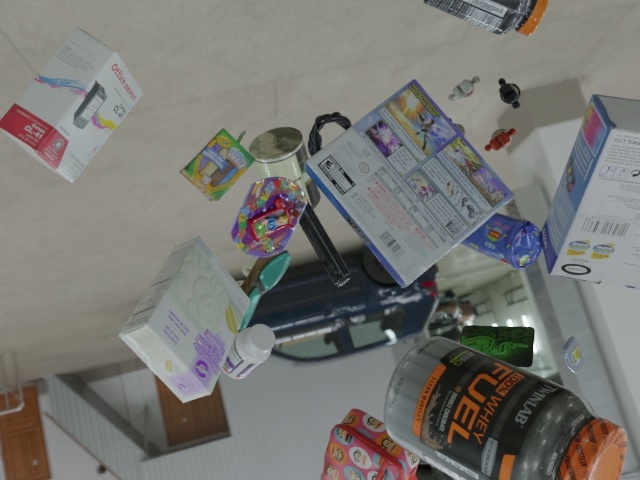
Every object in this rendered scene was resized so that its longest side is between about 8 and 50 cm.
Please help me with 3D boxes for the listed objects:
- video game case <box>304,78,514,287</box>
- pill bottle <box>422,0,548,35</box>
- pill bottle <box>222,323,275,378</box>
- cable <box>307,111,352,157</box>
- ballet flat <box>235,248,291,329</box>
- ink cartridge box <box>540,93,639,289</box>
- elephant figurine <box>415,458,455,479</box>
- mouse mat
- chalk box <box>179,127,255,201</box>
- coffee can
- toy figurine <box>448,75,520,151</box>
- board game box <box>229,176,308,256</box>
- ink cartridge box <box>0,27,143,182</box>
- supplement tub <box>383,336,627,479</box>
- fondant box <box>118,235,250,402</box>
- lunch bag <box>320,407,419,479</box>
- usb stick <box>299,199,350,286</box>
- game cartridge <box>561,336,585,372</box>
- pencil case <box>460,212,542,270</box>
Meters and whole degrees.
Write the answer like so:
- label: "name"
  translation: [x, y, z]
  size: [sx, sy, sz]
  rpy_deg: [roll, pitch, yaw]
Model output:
- label: "video game case"
  translation: [0.150, -0.099, 1.087]
  size: [0.244, 0.269, 0.061]
  rpy_deg: [-38, 175, -9]
- label: "pill bottle"
  translation: [0.348, -0.517, 1.330]
  size: [0.245, 0.130, 0.130]
  rpy_deg: [21, 163, -4]
- label: "pill bottle"
  translation: [-0.205, 0.312, 1.805]
  size: [0.108, 0.108, 0.193]
  rpy_deg: [-6, 154, -37]
- label: "cable"
  translation: [0.037, -0.272, 1.776]
  size: [0.150, 0.047, 0.184]
  rpy_deg: [-39, 119, 11]
- label: "ballet flat"
  translation: [-0.230, 0.146, 2.087]
  size: [0.124, 0.342, 0.116]
  rpy_deg: [15, 146, 27]
- label: "ink cartridge box"
  translation: [0.596, -0.054, 1.211]
  size: [0.270, 0.151, 0.396]
  rpy_deg: [9, 126, 3]
- label: "elephant figurine"
  translation: [0.297, 0.719, 1.976]
  size: [0.169, 0.239, 0.186]
  rpy_deg: [-42, 146, -17]
- label: "mouse mat"
  translation: [0.453, 0.271, 1.638]
  size: [0.189, 0.007, 0.153]
  rpy_deg: [-3, -147, 23]
- label: "chalk box"
  translation: [-0.284, -0.232, 1.839]
  size: [0.213, 0.132, 0.132]
  rpy_deg: [-48, -166, -11]
- label: "coffee can"
  translation: [-0.128, -0.246, 2.328]
  size: [0.201, 0.201, 0.275]
  rpy_deg: [-16, 131, 2]
- label: "toy figurine"
  translation: [0.475, -0.372, 1.863]
  size: [0.209, 0.213, 0.148]
  rpy_deg: [10, -163, 17]
- label: "board game box"
  translation: [-0.092, -0.038, 1.215]
  size: [0.133, 0.169, 0.033]
  rpy_deg: [19, -167, -37]
- label: "ink cartridge box"
  translation: [-0.602, -0.324, 1.554]
  size: [0.306, 0.131, 0.226]
  rpy_deg: [-55, 171, -11]
- label: "supplement tub"
  translation: [0.284, 0.300, 1.009]
  size: [0.207, 0.207, 0.338]
  rpy_deg: [-4, -165, -44]
- label: "fondant box"
  translation: [-0.312, 0.184, 1.534]
  size: [0.096, 0.238, 0.330]
  rpy_deg: [-21, -151, 27]
- label: "lunch bag"
  translation: [0.138, 0.604, 1.642]
  size: [0.120, 0.258, 0.293]
  rpy_deg: [-33, 142, -46]
- label: "usb stick"
  translation: [0.000, 0.000, 1.803]
  size: [0.045, 0.278, 0.077]
  rpy_deg: [-23, 166, -31]
- label: "game cartridge"
  translation: [0.630, 0.288, 1.580]
  size: [0.056, 0.083, 0.017]
  rpy_deg: [-43, -157, -23]
- label: "pencil case"
  translation: [0.456, -0.025, 1.706]
  size: [0.119, 0.133, 0.306]
  rpy_deg: [2, -165, -30]
